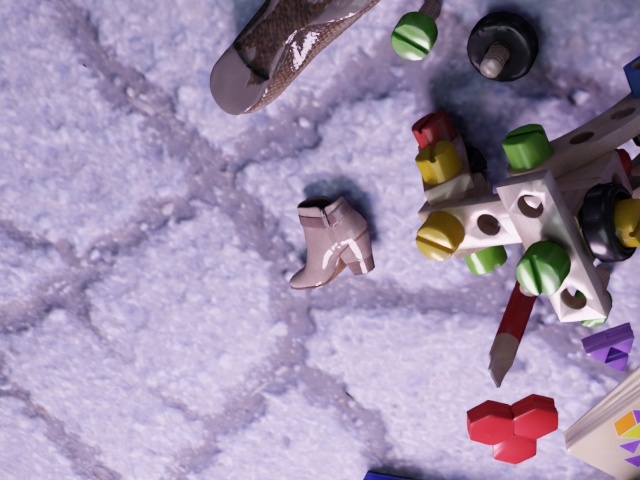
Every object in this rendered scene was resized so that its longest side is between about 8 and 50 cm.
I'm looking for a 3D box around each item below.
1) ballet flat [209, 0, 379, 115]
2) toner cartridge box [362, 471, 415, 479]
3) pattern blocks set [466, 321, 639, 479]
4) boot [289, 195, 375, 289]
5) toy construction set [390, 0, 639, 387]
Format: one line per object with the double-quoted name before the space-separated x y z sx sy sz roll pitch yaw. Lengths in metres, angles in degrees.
"ballet flat" -0.008 -0.195 1.048 0.084 0.058 0.250 53 127 9
"toner cartridge box" 0.212 0.371 1.381 0.348 0.075 0.165 6 130 22
"pattern blocks set" 0.320 0.172 1.093 0.285 0.026 0.325 -36 125 26
"boot" 0.000 0.000 1.211 0.118 0.042 0.087 -16 112 34
"toy construction set" 0.165 0.001 0.991 0.258 0.237 0.308 10 131 19
